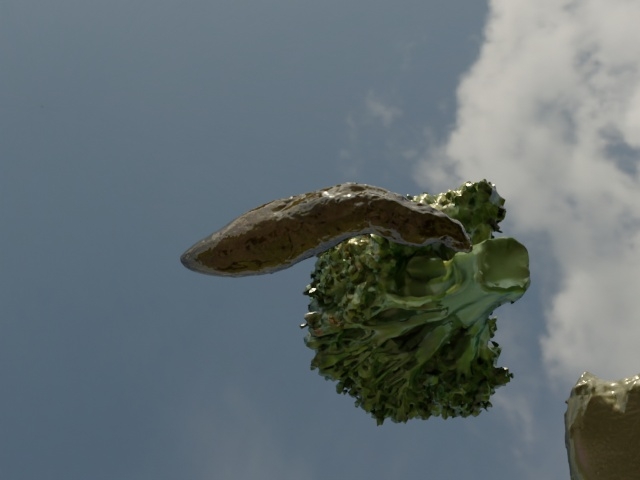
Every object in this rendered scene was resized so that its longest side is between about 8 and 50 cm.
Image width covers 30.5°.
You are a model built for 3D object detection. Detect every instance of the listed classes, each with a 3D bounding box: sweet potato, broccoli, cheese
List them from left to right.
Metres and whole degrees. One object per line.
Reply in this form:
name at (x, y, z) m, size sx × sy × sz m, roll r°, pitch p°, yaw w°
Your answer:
sweet potato at (0.000, -0.006, 0.606) m, size 0.153 × 0.038 × 0.041 m, roll -7°, pitch -64°, yaw 11°
broccoli at (0.100, 0.040, 0.924) m, size 0.194 × 0.194 × 0.220 m, roll 31°, pitch -117°, yaw -15°
cheese at (0.350, 0.207, 1.153) m, size 0.202 × 0.091 × 0.175 m, roll -12°, pitch -106°, yaw 28°
